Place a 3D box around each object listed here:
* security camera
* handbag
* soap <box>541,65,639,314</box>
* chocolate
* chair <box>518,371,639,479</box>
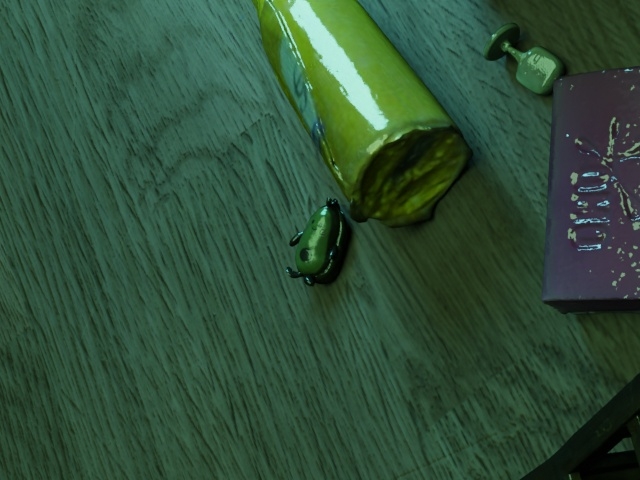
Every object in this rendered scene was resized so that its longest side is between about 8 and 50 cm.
[{"bbox_3d":[0.239,-0.205,1.799,0.092,0.058,0.058,46,108,23],"label":"security camera"},{"bbox_3d":[0.000,0.000,1.926,0.072,0.047,0.111,22,95,38],"label":"handbag"},{"bbox_3d":[0.333,-0.051,1.658,0.181,0.081,0.259,-1,78,38],"label":"soap"},{"bbox_3d":[0.010,-0.215,1.918,0.162,0.162,0.445,-47,52,19],"label":"chocolate"},{"bbox_3d":[0.306,0.283,1.368,0.416,0.203,0.240,122,137,-56],"label":"chair"}]
